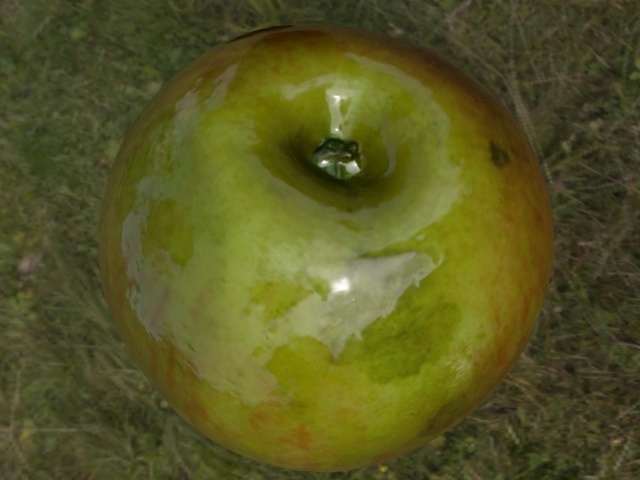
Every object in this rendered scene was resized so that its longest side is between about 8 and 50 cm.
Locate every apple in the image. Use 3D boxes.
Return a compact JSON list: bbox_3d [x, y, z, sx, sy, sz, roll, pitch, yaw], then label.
[{"bbox_3d":[0.000,0.000,0.737,0.339,0.339,0.340,-8,77,36],"label":"apple"}]
